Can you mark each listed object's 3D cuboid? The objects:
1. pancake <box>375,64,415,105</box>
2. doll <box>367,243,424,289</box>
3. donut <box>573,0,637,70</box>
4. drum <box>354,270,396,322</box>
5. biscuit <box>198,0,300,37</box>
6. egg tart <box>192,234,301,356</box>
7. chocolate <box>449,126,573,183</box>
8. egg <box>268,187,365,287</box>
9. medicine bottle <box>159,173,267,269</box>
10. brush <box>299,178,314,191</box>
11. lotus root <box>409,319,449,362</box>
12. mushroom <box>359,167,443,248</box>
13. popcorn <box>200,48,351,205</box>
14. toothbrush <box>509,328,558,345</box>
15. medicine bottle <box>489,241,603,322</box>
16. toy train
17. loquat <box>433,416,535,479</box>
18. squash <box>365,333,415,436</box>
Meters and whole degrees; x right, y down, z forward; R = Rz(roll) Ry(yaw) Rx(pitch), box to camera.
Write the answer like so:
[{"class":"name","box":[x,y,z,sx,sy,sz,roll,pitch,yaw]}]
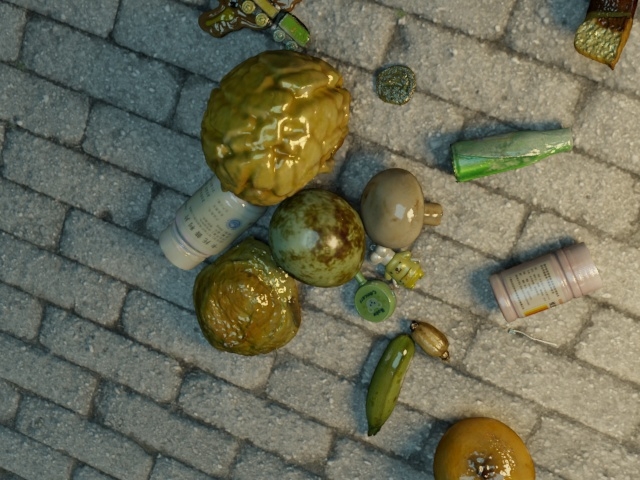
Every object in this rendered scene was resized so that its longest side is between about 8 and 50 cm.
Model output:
[{"class":"pancake","box":[0.191,-0.397,1.687,0.108,0.017,0.108,3,101,14]},{"class":"doll","box":[0.199,0.062,1.773,0.162,0.062,0.106,38,110,2]},{"class":"donut","box":[0.657,-0.525,1.498,0.112,0.151,0.295,20,94,21]},{"class":"drum","box":[0.100,0.119,1.813,0.253,0.049,0.130,43,119,10]},{"class":"biscuit","box":[-0.189,-0.630,1.703,0.295,0.044,0.186,-11,103,15]},{"class":"egg tart","box":[-0.214,0.190,1.850,0.351,0.153,0.340,-26,100,22]},{"class":"chocolate","box":[0.468,-0.220,1.629,0.291,0.110,0.110,-11,101,12]},{"class":"egg","box":[0.000,0.000,1.674,0.238,0.238,0.289,-30,136,17]},{"class":"medicine bottle","box":[-0.296,-0.056,1.795,0.293,0.170,0.170,-38,93,23]},{"class":"brush","box":[-0.150,-0.163,1.822,0.272,0.013,0.103,6,104,12]},{"class":"lotus root","box":[0.301,0.274,1.801,0.072,0.063,0.152,-41,86,-23]},{"class":"mushroom","box":[0.214,-0.079,1.689,0.215,0.207,0.208,4,107,-22]},{"class":"popcorn","box":[-0.116,-0.291,1.607,0.344,0.390,0.354,32,134,20]},{"class":"toothbrush","box":[0.568,0.259,1.766,0.131,0.011,0.013,16,94,9]},{"class":"medicine bottle","box":[0.564,0.105,1.667,0.249,0.133,0.133,-24,97,16]},{"class":"toy train","box":[-0.111,-0.555,1.665,0.202,0.060,0.081,38,107,-24]},{"class":"loquat","box":[0.432,0.602,1.754,0.262,0.263,0.263,3,104,12]},{"class":"squash","box":[0.180,0.414,1.849,0.094,0.094,0.341,20,107,7]}]
